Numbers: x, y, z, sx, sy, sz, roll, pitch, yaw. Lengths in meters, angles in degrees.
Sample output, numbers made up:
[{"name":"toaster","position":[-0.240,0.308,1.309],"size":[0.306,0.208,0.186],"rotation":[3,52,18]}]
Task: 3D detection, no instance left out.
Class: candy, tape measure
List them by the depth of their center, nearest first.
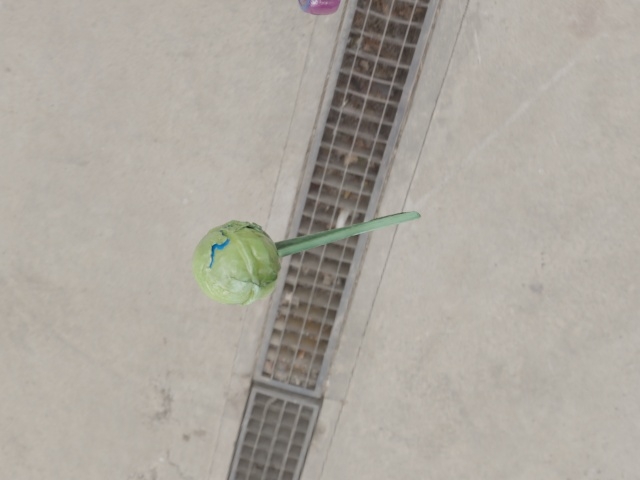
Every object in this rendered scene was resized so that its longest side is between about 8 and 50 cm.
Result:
[{"name":"candy","position":[0.000,0.000,0.975],"size":[0.093,0.336,0.092],"rotation":[-14,91,52]},{"name":"tape measure","position":[0.002,-0.471,1.519],"size":[0.074,0.125,0.118],"rotation":[-4,80,-16]}]
